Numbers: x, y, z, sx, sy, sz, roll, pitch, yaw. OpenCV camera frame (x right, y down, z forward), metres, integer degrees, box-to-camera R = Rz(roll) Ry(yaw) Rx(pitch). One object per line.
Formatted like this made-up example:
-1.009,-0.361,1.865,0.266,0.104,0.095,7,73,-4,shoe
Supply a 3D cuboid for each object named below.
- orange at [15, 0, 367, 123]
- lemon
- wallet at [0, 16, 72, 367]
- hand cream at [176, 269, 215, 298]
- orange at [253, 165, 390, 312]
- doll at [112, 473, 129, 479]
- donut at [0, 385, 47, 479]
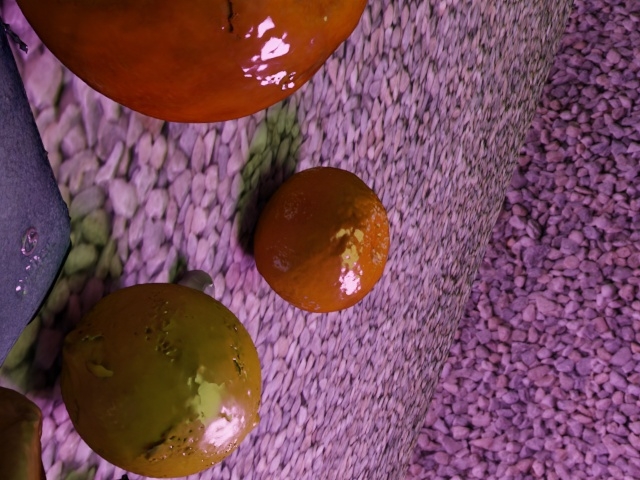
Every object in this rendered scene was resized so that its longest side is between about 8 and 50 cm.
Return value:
-0.082,-0.220,0.701,0.284,0.226,0.283,7,90,-66,orange
-0.141,0.121,0.940,0.206,0.173,0.173,27,80,-50,lemon
-0.244,-0.057,0.664,0.379,0.046,0.190,83,28,-50,wallet
-0.132,0.088,1.157,0.143,0.039,0.061,92,20,-51,hand cream
0.002,-0.001,1.276,0.177,0.155,0.177,11,90,-78,orange
-0.230,0.373,1.039,0.117,0.086,0.291,44,62,-83,doll
-0.249,0.222,0.623,0.330,0.160,0.330,-163,-90,-79,donut
